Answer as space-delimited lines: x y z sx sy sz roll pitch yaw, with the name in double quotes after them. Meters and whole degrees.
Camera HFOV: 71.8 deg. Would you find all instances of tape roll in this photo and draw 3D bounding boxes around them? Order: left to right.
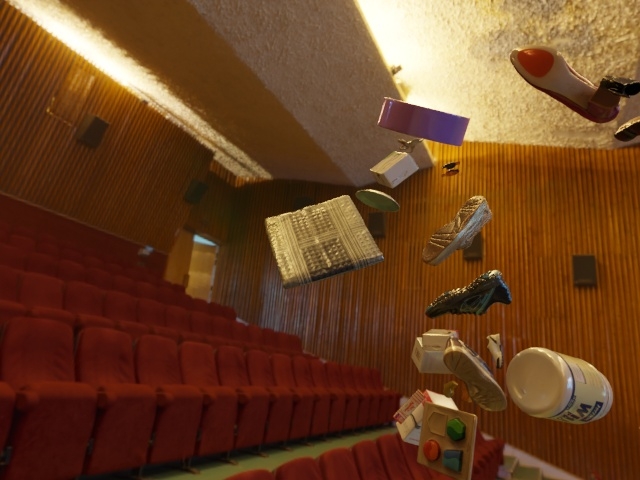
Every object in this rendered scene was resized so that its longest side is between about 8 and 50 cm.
0.320 -0.374 1.388 0.275 0.090 0.275 12 18 -4 "tape roll"

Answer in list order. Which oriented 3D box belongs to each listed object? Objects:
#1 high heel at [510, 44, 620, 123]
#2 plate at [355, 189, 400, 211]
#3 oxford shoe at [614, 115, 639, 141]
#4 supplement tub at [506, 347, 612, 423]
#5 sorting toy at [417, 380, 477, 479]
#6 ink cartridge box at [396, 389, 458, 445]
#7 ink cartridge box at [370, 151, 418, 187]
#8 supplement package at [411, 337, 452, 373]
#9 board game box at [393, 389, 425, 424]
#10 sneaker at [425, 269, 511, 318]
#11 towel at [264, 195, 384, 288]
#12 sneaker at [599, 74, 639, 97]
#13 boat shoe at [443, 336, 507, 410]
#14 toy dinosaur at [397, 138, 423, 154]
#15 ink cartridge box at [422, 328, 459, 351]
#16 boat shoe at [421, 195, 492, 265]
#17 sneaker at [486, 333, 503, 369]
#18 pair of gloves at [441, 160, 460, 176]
0.786 -0.500 1.445 0.127 0.377 0.181 -50 -23 15 "high heel"
0.232 -0.165 1.774 0.188 0.024 0.188 21 -10 4 "plate"
1.135 -0.413 1.560 0.076 0.076 0.212 33 0 -4 "oxford shoe"
0.862 0.527 1.590 0.325 0.235 0.235 19 -22 -28 "supplement tub"
0.429 0.631 1.511 0.041 0.307 0.229 19 -15 -33 "sorting toy"
0.485 0.811 2.006 0.172 0.237 0.100 26 20 -26 "ink cartridge box"
0.447 -0.438 2.716 0.117 0.201 0.278 52 1 -17 "ink cartridge box"
0.481 0.471 1.808 0.179 0.105 0.105 5 18 -10 "supplement package"
0.376 0.695 1.860 0.045 0.147 0.193 43 -3 21 "board game box"
0.574 0.249 1.735 0.341 0.140 0.125 -31 -1 28 "sneaker"
0.000 0.000 1.381 0.312 0.324 0.056 -17 -46 -5 "towel"
0.821 -0.408 1.187 0.170 0.089 0.051 -1 -57 -27 "sneaker"
0.469 0.401 1.334 0.103 0.092 0.285 -33 -71 34 "boat shoe"
0.419 -0.435 1.996 0.183 0.053 0.092 -17 -16 -28 "toy dinosaur"
0.422 0.348 1.549 0.099 0.056 0.135 -4 -4 28 "ink cartridge box"
0.520 -0.016 1.647 0.110 0.341 0.121 50 -11 -22 "boat shoe"
0.551 0.351 1.396 0.044 0.109 0.040 -8 -25 23 "sneaker"
0.519 -0.282 1.762 0.074 0.010 0.083 -13 -32 8 "pair of gloves"
